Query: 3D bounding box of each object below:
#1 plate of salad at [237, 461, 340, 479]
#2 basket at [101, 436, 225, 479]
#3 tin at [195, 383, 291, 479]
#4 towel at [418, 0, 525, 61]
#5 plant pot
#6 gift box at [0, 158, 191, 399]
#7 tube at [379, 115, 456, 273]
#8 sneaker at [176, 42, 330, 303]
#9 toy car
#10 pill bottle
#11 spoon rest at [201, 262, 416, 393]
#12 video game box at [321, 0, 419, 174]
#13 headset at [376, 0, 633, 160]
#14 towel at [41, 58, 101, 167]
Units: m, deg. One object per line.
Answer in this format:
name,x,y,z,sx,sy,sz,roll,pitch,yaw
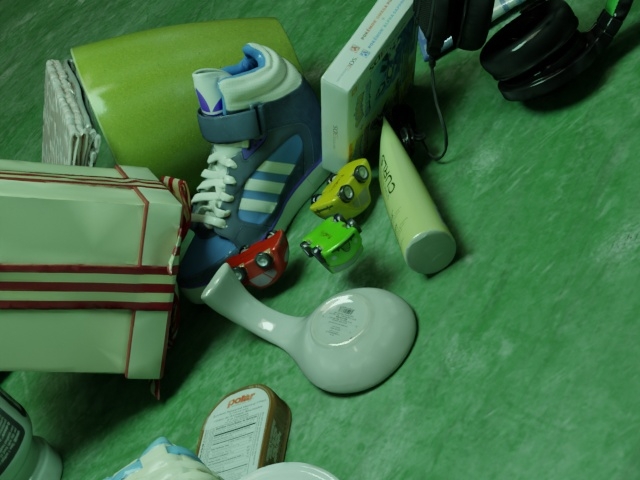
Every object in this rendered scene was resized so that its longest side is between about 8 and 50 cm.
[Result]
plate of salad,-0.043,0.310,1.189,0.200,0.048,0.200,-16,52,22
basket,-0.085,0.312,0.945,0.201,0.255,0.289,-41,29,-4
tin,-0.089,0.236,1.345,0.106,0.040,0.189,-18,37,23
towel,0.254,-0.379,1.762,0.285,0.034,0.209,-31,35,16
plant pot,-0.174,-0.207,1.810,0.293,0.274,0.275,-23,32,-5
gift box,-0.293,0.045,1.531,0.276,0.258,0.255,-134,50,-62
tube,0.100,-0.051,1.475,0.070,0.062,0.240,-45,32,19
sneaker,-0.129,-0.105,1.618,0.323,0.236,0.130,-50,33,-17
toy car,0.000,0.000,1.491,0.239,0.053,0.225,-40,19,-7
pill bottle,-0.451,0.228,1.491,0.162,0.278,0.162,-26,34,19
spoon rest,-0.010,0.096,1.415,0.276,0.084,0.137,16,62,38
video game box,0.065,-0.206,1.596,0.048,0.205,0.187,29,66,16
headset,0.209,-0.268,1.506,0.394,0.243,0.185,-55,12,19
towel,-0.369,-0.073,1.813,0.053,0.317,0.332,0,26,-18
